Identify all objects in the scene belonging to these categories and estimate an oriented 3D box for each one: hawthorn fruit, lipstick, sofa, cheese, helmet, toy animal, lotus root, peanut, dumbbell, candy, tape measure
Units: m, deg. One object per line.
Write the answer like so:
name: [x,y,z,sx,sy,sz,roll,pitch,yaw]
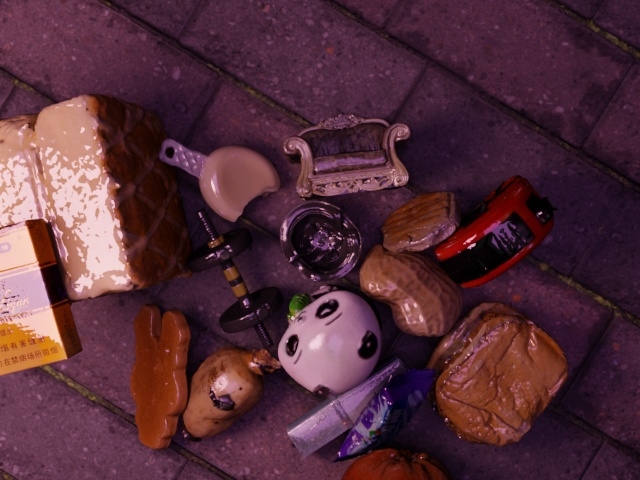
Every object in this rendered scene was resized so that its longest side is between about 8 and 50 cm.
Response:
hawthorn fruit: [0.157,0.549,1.490,0.258,0.258,0.261,7,63,0]
lipstick: [0.066,0.347,1.566,0.290,0.077,0.076,-35,90,0]
sofa: [0.054,-0.183,1.502,0.259,0.200,0.181,-7,93,2]
cheese: [-0.201,-0.152,1.513,0.249,0.071,0.163,45,66,-24]
helmet: [0.008,0.008,1.553,0.153,0.107,0.177,-44,71,4]
toy animal: [0.018,0.191,1.476,0.213,0.267,0.212,0,91,7]
lotus root: [-0.203,0.311,1.529,0.140,0.154,0.257,41,99,-8]
peanut: [0.187,0.098,1.525,0.233,0.197,0.110,43,131,2]
dumbbell: [-0.175,0.082,1.515,0.143,0.143,0.325,-26,103,1]
candy: [0.131,0.357,1.496,0.070,0.145,0.275,52,127,37]
tape measure: [0.347,-0.019,1.461,0.253,0.260,0.114,-39,92,11]

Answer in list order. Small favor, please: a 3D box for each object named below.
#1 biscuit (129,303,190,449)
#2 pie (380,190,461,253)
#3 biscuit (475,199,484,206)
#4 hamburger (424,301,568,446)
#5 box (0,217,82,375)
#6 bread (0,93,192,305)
biscuit: [-0.336,0.285,1.543,0.044,0.186,0.295,3,93,-44]
pie: [0.204,-0.036,1.514,0.195,0.195,0.046,-29,111,1]
biscuit: [0.387,-0.035,1.587,0.130,0.019,0.102,31,95,2]
hamburger: [0.356,0.278,1.530,0.283,0.144,0.259,-45,102,-4]
box: [-0.506,0.095,1.222,0.152,0.070,0.237,-14,96,9]
bread: [-0.438,-0.068,1.423,0.280,0.390,0.370,-10,94,10]
